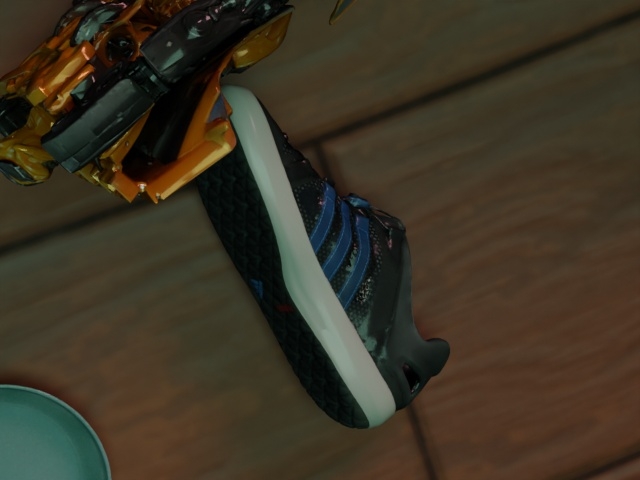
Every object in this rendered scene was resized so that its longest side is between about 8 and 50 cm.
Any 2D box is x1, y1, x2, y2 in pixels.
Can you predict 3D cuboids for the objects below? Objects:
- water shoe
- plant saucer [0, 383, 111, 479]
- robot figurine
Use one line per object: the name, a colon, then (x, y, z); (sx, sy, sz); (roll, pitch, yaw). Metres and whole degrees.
water shoe: (0.000, 0.000, 0.915); (0.080, 0.073, 0.203); (-34, 112, -27)
plant saucer: (-0.171, 0.131, 0.918); (0.119, 0.021, 0.119); (-3, 102, -13)
robot figurine: (-0.035, -0.125, 0.807); (0.291, 0.211, 0.085); (-47, 110, -7)
